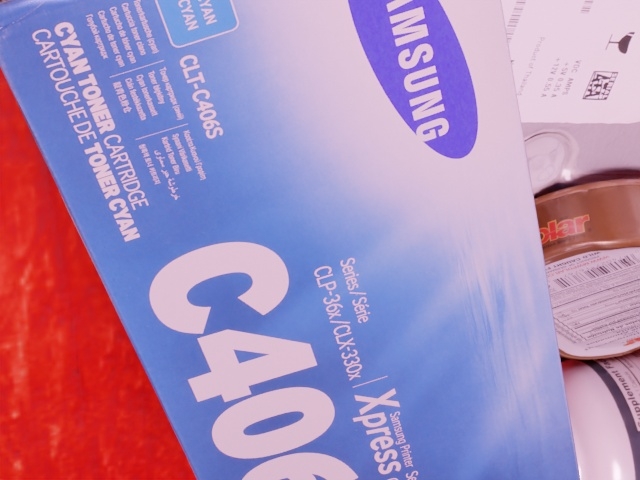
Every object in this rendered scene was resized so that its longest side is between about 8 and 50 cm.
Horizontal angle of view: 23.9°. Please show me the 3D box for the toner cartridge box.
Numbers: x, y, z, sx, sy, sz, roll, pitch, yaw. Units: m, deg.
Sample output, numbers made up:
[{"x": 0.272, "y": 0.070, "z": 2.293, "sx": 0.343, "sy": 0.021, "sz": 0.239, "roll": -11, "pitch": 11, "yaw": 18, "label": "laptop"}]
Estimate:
[{"x": 0.000, "y": 0.000, "z": 0.603, "sx": 0.165, "sy": 0.075, "sz": 0.348, "roll": -19, "pitch": 134, "yaw": 0, "label": "toner cartridge box"}]

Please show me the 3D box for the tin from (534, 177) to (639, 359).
[{"x": 0.146, "y": 0.020, "z": 0.767, "sx": 0.106, "sy": 0.040, "sz": 0.190, "roll": -17, "pitch": 157, "yaw": 23, "label": "tin"}]

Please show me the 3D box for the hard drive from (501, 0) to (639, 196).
[{"x": 0.075, "y": -0.123, "z": 0.631, "sx": 0.339, "sy": 0.064, "sz": 0.237, "roll": -1, "pitch": 130, "yaw": -25, "label": "hard drive"}]

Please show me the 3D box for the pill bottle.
[{"x": 0.175, "y": 0.116, "z": 0.861, "sx": 0.180, "sy": 0.108, "sz": 0.108, "roll": -9, "pitch": 133, "yaw": -17, "label": "pill bottle"}]
